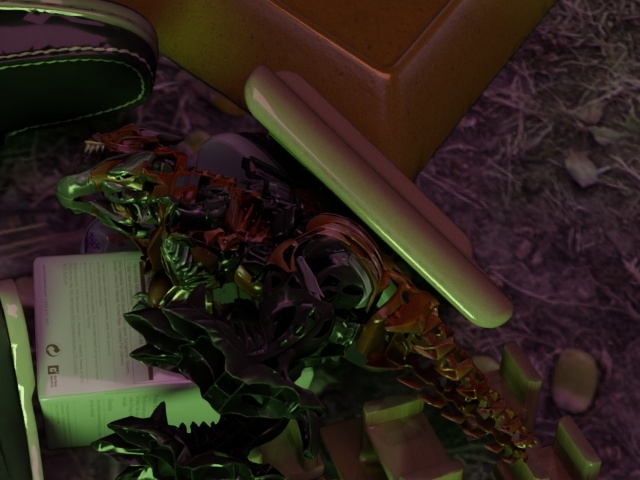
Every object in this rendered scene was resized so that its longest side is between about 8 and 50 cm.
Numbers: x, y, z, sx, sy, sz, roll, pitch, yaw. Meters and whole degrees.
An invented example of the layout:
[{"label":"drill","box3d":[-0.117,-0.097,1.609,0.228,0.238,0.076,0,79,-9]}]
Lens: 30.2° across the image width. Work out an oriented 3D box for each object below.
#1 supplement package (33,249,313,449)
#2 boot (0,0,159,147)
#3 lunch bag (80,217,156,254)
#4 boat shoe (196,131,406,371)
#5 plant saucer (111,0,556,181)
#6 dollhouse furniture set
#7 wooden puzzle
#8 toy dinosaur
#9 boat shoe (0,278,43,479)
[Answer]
[{"label":"supplement package","box3d":[-0.104,0.073,0.823,0.179,0.105,0.105,-3,62,-12]},{"label":"boot","box3d":[-0.289,-0.023,0.825,0.377,0.138,0.284,-7,62,-9]},{"label":"lunch bag","box3d":[-0.144,0.007,0.872,0.053,0.071,0.083,43,61,9]},{"label":"boat shoe","box3d":[0.000,0.000,0.905,0.228,0.080,0.076,44,38,19]},{"label":"plant saucer","box3d":[0.021,-0.249,1.035,0.333,0.081,0.333,34,62,9]},{"label":"dollhouse furniture set","box3d":[0.076,0.219,0.783,0.212,0.161,0.242,-13,43,-16]},{"label":"wooden puzzle","box3d":[0.033,-0.034,0.831,0.221,0.239,0.044,43,98,-5]},{"label":"toy dinosaur","box3d":[-0.023,0.037,0.719,0.322,0.164,0.218,13,41,22]},{"label":"boat shoe","box3d":[-0.213,0.128,0.750,0.065,0.075,0.206,-7,102,-23]}]
